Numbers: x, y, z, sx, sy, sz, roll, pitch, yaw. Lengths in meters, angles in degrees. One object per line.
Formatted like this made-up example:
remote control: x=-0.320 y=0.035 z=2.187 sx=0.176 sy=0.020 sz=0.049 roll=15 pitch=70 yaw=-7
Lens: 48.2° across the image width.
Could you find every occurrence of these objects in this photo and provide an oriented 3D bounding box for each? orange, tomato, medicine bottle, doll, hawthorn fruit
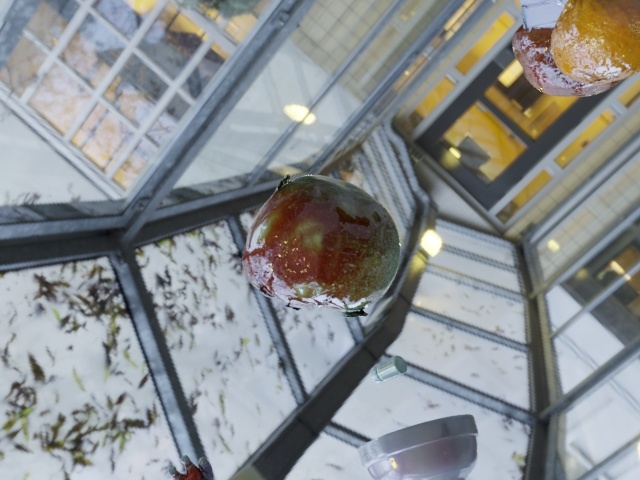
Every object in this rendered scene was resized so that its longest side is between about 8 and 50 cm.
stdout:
orange: x=0.352 y=-0.255 z=0.877 sx=0.117 sy=0.135 sz=0.135 roll=60 pitch=-171 yaw=-35
tomato: x=0.000 y=0.000 z=1.373 sx=0.303 sy=0.239 sz=0.303 roll=12 pitch=-168 yaw=-2
medicine bottle: x=0.165 y=0.313 z=1.731 sx=0.047 sy=0.083 sz=0.047 roll=31 pitch=-137 yaw=-34
doll: x=-0.221 y=0.512 z=1.409 sx=0.075 sy=0.102 sz=0.227 roll=22 pitch=145 yaw=59
hawthorn fruit: x=0.520 y=-0.383 z=1.431 sx=0.224 sy=0.224 sz=0.261 roll=22 pitch=-162 yaw=-43

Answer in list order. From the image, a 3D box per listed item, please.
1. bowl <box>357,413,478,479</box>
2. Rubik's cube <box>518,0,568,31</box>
bowl: x=0.242 y=0.518 z=1.671 sx=0.287 sy=0.287 sz=0.143 roll=16 pitch=-128 yaw=-50
Rubik's cube: x=0.435 y=-0.468 z=1.108 sx=0.221 sy=0.224 sz=0.231 roll=9 pitch=178 yaw=21
